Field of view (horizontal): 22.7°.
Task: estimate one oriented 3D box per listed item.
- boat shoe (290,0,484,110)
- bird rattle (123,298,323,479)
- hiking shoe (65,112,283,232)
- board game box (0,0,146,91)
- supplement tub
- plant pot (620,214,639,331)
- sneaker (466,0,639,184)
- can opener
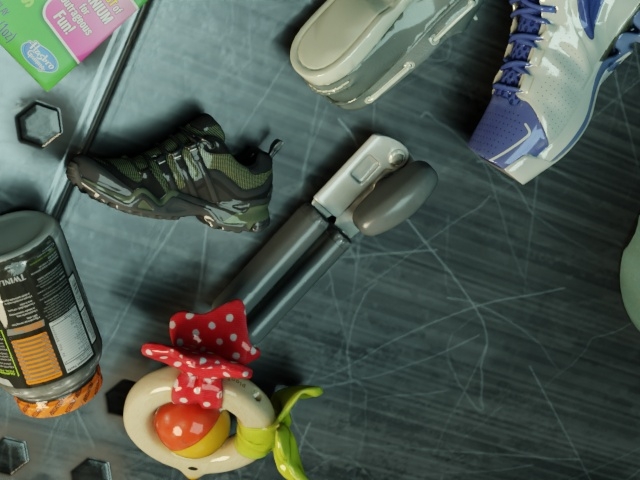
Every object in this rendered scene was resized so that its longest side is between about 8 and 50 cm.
[{"bbox_3d":[0.113,-0.257,1.636,0.319,0.116,0.099,-41,137,1],"label":"boat shoe"},{"bbox_3d":[-0.118,0.186,1.701,0.207,0.143,0.253,-27,136,27],"label":"bird rattle"},{"bbox_3d":[-0.149,-0.078,1.627,0.226,0.086,0.114,10,95,-30],"label":"hiking shoe"},{"bbox_3d":[-0.224,-0.333,1.487,0.316,0.064,0.242,-43,120,0],"label":"board game box"},{"bbox_3d":[-0.290,0.076,1.606,0.117,0.117,0.190,-21,118,-12],"label":"supplement tub"},{"bbox_3d":[0.526,0.078,1.798,0.341,0.334,0.341,-8,115,-19],"label":"plant pot"},{"bbox_3d":[0.238,-0.232,1.686,0.182,0.127,0.315,41,87,-26],"label":"sneaker"},{"bbox_3d":[0.000,0.000,1.707,0.280,0.093,0.074,-44,121,7],"label":"can opener"}]
